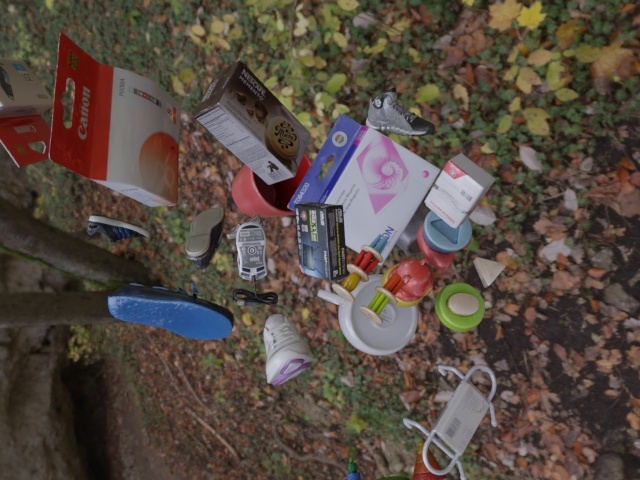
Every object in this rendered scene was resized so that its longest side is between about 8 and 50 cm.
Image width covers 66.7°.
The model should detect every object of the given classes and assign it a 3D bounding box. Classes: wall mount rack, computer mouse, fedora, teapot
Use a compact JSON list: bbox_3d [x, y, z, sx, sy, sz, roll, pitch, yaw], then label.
[{"bbox_3d":[0.420,0.551,1.453,0.350,0.304,0.130,-49,10,-22],"label":"wall mount rack"},{"bbox_3d":[-0.152,0.053,1.109,0.042,0.105,0.193,-152,60,-81],"label":"computer mouse"},{"bbox_3d":[0.347,-0.047,1.648,0.124,0.275,0.244,51,151,28],"label":"fedora"},{"bbox_3d":[0.154,0.219,1.465,0.256,0.252,0.187,67,165,-1],"label":"teapot"}]

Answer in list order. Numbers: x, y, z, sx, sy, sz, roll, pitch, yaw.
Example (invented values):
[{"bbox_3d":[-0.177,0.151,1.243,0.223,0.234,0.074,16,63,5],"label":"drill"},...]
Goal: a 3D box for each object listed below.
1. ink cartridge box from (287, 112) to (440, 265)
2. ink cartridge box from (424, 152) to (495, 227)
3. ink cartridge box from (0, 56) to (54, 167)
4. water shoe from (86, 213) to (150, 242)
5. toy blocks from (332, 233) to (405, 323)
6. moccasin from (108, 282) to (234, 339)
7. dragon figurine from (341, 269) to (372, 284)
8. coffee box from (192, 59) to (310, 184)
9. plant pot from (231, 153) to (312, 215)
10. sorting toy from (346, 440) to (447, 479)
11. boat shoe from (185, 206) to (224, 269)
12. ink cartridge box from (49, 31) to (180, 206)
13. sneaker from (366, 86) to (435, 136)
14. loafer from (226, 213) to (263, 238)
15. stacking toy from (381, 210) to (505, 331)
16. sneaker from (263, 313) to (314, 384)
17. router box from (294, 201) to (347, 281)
[{"bbox_3d":[0.119,-0.147,1.399,0.324,0.330,0.071,-60,2,7],"label":"ink cartridge box"},{"bbox_3d":[0.308,-0.110,1.087,0.099,0.056,0.135,45,143,19],"label":"ink cartridge box"},{"bbox_3d":[-0.755,-0.331,1.228,0.261,0.066,0.296,58,-176,-18],"label":"ink cartridge box"},{"bbox_3d":[-0.690,-0.029,1.660,0.073,0.203,0.080,17,89,60],"label":"water shoe"},{"bbox_3d":[0.113,0.070,0.959,0.148,0.123,0.054,-51,-2,-17],"label":"toy blocks"},{"bbox_3d":[-0.395,0.169,1.324,0.117,0.341,0.138,-77,4,-62],"label":"moccasin"},{"bbox_3d":[0.157,0.151,1.957,0.144,0.289,0.085,80,-146,-65],"label":"dragon figurine"},{"bbox_3d":[-0.181,-0.317,1.341,0.118,0.297,0.168,-11,49,41],"label":"coffee box"},{"bbox_3d":[-0.190,-0.204,1.798,0.243,0.274,0.275,-14,73,53],"label":"plant pot"},{"bbox_3d":[0.239,0.732,1.577,0.127,0.365,0.126,132,136,-55],"label":"sorting toy"},{"bbox_3d":[-0.277,-0.009,1.193,0.206,0.075,0.065,-85,-14,-54],"label":"boat shoe"},{"bbox_3d":[-0.225,-0.131,0.564,0.179,0.045,0.146,43,-136,-73],"label":"ink cartridge box"},{"bbox_3d":[0.243,-0.400,1.496,0.228,0.086,0.132,15,122,28],"label":"sneaker"},{"bbox_3d":[-0.249,-0.047,1.570,0.045,0.125,0.039,52,165,59],"label":"loafer"},{"bbox_3d":[0.347,0.070,1.275,0.309,0.279,0.130,-54,-8,-22],"label":"stacking toy"},{"bbox_3d":[-0.095,0.248,1.137,0.152,0.114,0.305,64,170,8],"label":"sneaker"},{"bbox_3d":[0.000,0.000,0.802,0.092,0.038,0.123,10,109,53],"label":"router box"}]
